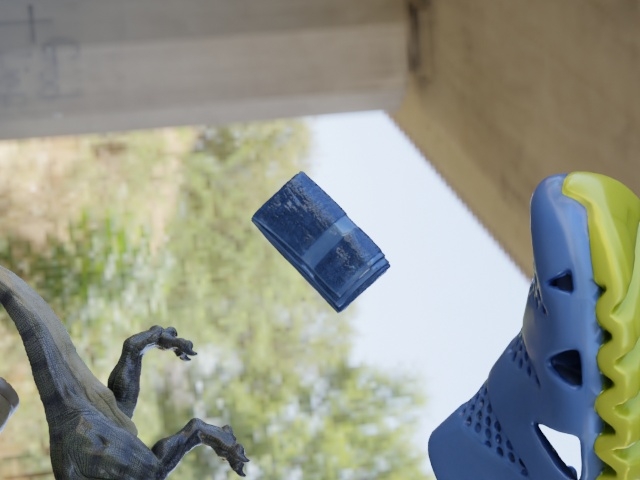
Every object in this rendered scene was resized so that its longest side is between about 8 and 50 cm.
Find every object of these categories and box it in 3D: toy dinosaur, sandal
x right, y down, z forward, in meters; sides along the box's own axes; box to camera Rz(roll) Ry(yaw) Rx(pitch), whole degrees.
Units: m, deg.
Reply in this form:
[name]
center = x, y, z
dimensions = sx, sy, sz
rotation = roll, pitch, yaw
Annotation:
[toy dinosaur]
center = -0.119, 0.112, 0.910
dimensions = 0.064, 0.118, 0.268
rotation = -12, -81, 70
[sandal]
center = 0.119, 0.116, 0.811
dimensions = 0.126, 0.138, 0.317
rotation = -38, 130, -61

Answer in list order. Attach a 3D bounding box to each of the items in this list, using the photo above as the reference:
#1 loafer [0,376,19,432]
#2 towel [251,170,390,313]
[loafer]
center = -0.252, 0.132, 0.972
dimensions = 0.148, 0.056, 0.050
rotation = -40, -166, 34
[towel]
center = 0.000, 0.000, 1.316
dimensions = 0.119, 0.067, 0.029
rotation = 46, -2, 11
